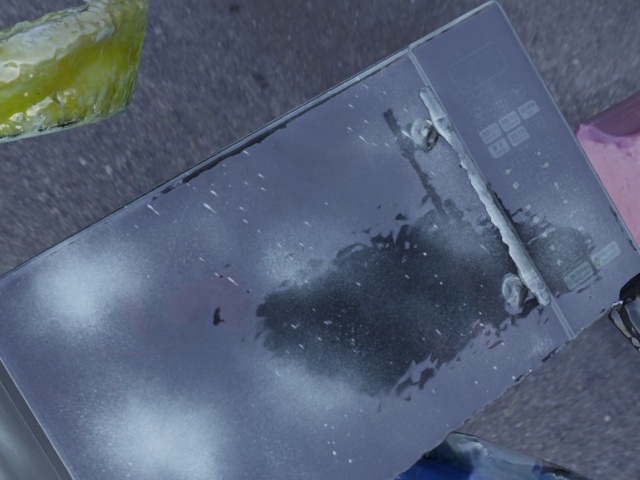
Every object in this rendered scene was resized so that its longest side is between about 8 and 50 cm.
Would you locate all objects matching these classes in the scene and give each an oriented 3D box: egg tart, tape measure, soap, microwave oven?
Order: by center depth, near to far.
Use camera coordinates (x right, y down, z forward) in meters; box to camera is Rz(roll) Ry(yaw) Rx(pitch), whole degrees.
[{"bbox_3d":[-0.190,-0.101,0.741,0.197,0.197,0.078,-15,101,-1],"label":"egg tart"},{"bbox_3d":[-0.045,0.054,0.891,0.432,0.374,0.236,-32,95,-26],"label":"microwave oven"},{"bbox_3d":[0.117,0.258,1.081,0.262,0.259,0.138,0,68,49],"label":"tape measure"},{"bbox_3d":[0.459,-0.077,1.551,0.128,0.359,0.233,1,108,36],"label":"soap"}]

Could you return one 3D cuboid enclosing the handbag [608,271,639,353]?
[{"bbox_3d":[0.284,-0.040,0.626,0.246,0.223,0.080,-27,80,-32],"label":"handbag"}]
